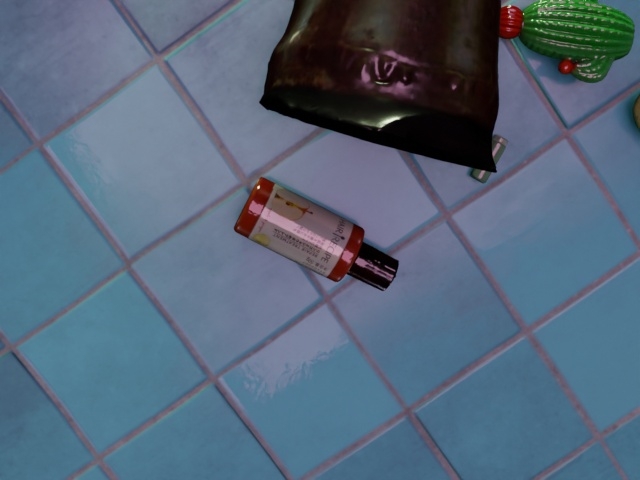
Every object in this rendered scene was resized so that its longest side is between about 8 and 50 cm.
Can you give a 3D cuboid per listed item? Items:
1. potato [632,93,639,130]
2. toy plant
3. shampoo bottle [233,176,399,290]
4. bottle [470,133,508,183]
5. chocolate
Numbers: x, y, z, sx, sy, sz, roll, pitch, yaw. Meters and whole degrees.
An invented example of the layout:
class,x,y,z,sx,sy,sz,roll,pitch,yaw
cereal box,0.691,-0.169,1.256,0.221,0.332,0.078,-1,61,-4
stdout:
class,x,y,z,sx,sy,sz,roll,pitch,yaw
potato,0.586,-0.204,1.437,0.138,0.070,0.091,44,93,-7
toy plant,0.398,-0.360,1.401,0.240,0.088,0.154,32,83,4
shampoo bottle,0.000,0.000,1.421,0.278,0.104,0.104,27,96,-7
bottle,0.289,-0.140,1.452,0.030,0.030,0.083,29,95,-7
chocolate,0.122,-0.303,1.261,0.384,0.383,0.331,17,95,-5
